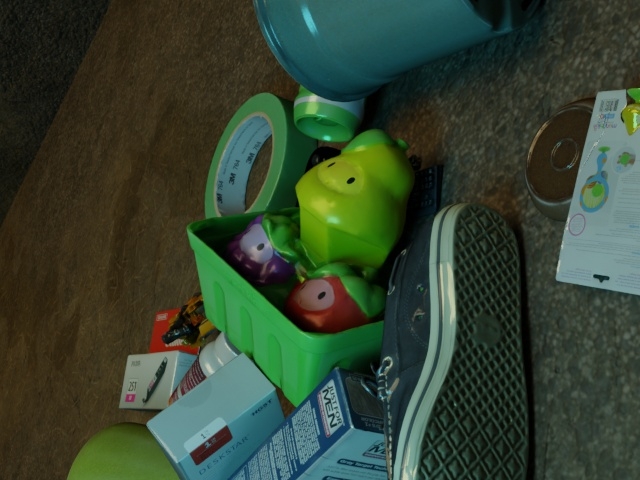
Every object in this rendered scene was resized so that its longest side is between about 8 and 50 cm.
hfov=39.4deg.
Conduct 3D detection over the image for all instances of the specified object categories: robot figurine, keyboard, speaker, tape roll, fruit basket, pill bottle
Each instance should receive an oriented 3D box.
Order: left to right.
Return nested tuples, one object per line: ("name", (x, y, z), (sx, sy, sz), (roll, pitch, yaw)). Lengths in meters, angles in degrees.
("robot figurine", (-0.200, 0.124, 1.750), (0.291, 0.085, 0.211), (-37, 8, 49))
("pill bottle", (-0.191, 0.266, 1.686), (0.221, 0.121, 0.121), (-54, 36, 28))
("tape roll", (-0.127, -0.138, 1.821), (0.321, 0.077, 0.321), (-32, 50, 47))
("fruit basket", (-0.001, 0.014, 1.348), (0.392, 0.283, 0.392), (18, 113, 51))
("speaker", (0.040, -0.328, 1.565), (0.131, 0.131, 0.296), (-9, 63, 55))
("keyboard", (0.130, -0.083, 1.446), (0.180, 0.023, 0.108), (-14, 64, 53))

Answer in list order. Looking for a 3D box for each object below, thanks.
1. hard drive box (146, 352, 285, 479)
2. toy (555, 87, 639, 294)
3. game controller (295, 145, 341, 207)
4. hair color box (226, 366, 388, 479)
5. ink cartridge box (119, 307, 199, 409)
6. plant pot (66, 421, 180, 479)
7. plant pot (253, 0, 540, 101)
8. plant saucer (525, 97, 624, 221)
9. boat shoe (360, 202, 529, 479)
("hard drive box", (-0.148, 0.310, 1.394), (0.181, 0.232, 0.089), (-36, 56, -17))
("toy", (0.363, -0.058, 1.040), (0.137, 0.056, 0.237), (10, 90, 60))
("game controller", (0.000, 0.000, 1.546), (0.166, 0.067, 0.319), (30, 107, 59))
("hair color box", (0.007, 0.335, 1.296), (0.347, 0.174, 0.105), (-49, 38, 33))
("ink cartridge box", (-0.355, 0.262, 2.003), (0.275, 0.060, 0.238), (-14, 65, 54))
("plant pot", (-0.258, 0.465, 1.598), (0.294, 0.275, 0.274), (-9, 67, 39))
("plant pot", (0.129, -0.403, 1.337), (0.334, 0.341, 0.341), (-4, 72, 49))
("plant saucer", (0.323, -0.109, 1.154), (0.168, 0.029, 0.168), (-33, 49, 47))
("boat shoe", (0.154, 0.191, 1.137), (0.156, 0.187, 0.500), (-29, 46, 50))
